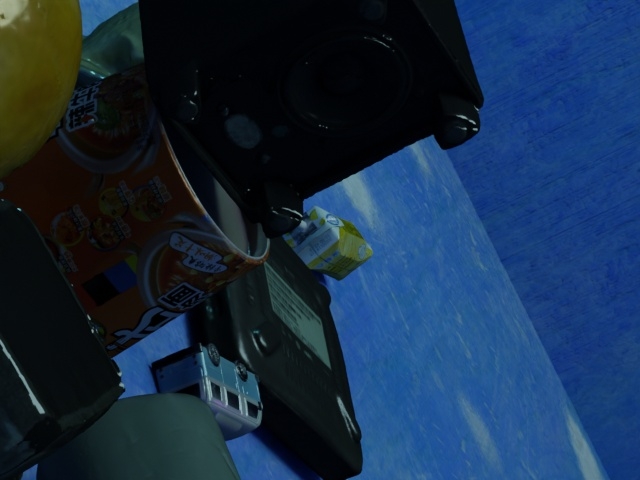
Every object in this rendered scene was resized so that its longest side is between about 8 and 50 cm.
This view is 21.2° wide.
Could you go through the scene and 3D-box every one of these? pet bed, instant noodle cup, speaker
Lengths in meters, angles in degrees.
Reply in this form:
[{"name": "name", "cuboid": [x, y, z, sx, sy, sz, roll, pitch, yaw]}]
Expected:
[{"name": "pet bed", "cuboid": [-0.243, 0.085, 1.092, 0.183, 0.159, 0.211, 59, 7, -1]}, {"name": "instant noodle cup", "cuboid": [-0.172, -0.028, 1.449, 0.250, 0.192, 0.250, 57, 15, -25]}, {"name": "speaker", "cuboid": [-0.009, -0.175, 1.420, 0.184, 0.232, 0.254, 49, 19, -40]}]

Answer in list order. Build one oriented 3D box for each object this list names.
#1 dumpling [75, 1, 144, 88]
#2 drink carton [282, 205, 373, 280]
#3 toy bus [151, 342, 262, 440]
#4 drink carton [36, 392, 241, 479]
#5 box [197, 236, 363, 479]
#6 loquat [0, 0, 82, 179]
[{"name": "dumpling", "cuboid": [-0.144, -0.147, 1.700, 0.270, 0.320, 0.212, 51, 61, -23]}, {"name": "drink carton", "cuboid": [0.000, 0.000, 2.236, 0.074, 0.084, 0.200, 57, 13, 17]}, {"name": "toy bus", "cuboid": [-0.104, 0.152, 1.647, 0.123, 0.060, 0.075, 37, 35, -57]}, {"name": "drink carton", "cuboid": [-0.118, 0.221, 1.228, 0.185, 0.191, 0.189, 104, -31, -47]}, {"name": "box", "cuboid": [-0.052, 0.100, 1.891, 0.290, 0.073, 0.289, 49, 20, -44]}, {"name": "loquat", "cuboid": [-0.285, -0.135, 1.107, 0.263, 0.263, 0.263, 57, 16, -26]}]
